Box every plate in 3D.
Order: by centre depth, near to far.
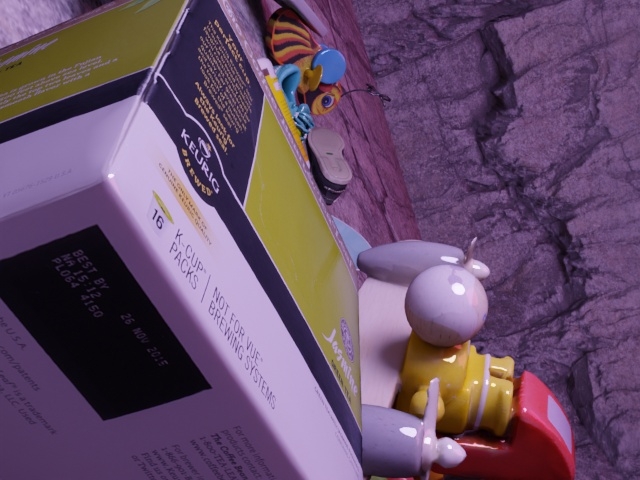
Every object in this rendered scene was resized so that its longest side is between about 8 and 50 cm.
[{"bbox_3d":[0.000,0.000,1.265,0.188,0.024,0.188,23,25,-11],"label":"plate"}]

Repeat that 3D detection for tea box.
[{"bbox_3d":[-0.122,0.031,0.569,0.323,0.220,0.329,-85,154,-54],"label":"tea box"}]

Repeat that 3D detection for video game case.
[{"bbox_3d":[-0.088,-0.491,1.524,0.193,0.023,0.212,41,8,15],"label":"video game case"}]

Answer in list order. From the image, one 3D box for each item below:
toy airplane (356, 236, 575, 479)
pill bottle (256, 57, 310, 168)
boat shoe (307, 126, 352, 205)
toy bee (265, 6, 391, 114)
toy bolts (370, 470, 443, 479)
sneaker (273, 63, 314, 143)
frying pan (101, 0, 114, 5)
[{"bbox_3d":[0.075,0.123,0.864,0.384,0.272,0.386,0,43,-34],"label":"toy airplane"},{"bbox_3d":[-0.089,-0.140,1.103,0.117,0.117,0.215,-62,132,-70],"label":"pill bottle"},{"bbox_3d":[0.009,-0.165,1.630,0.233,0.084,0.079,-101,-156,-51],"label":"boat shoe"},{"bbox_3d":[-0.012,-0.319,1.579,0.298,0.162,0.195,38,4,-7],"label":"toy bee"},{"bbox_3d":[0.104,0.304,1.181,0.228,0.218,0.158,85,-13,-69],"label":"toy bolts"},{"bbox_3d":[-0.065,-0.178,1.257,0.107,0.110,0.275,48,29,-59],"label":"sneaker"},{"bbox_3d":[-0.225,-0.292,0.901,0.197,0.053,0.326,-48,119,-73],"label":"frying pan"}]
